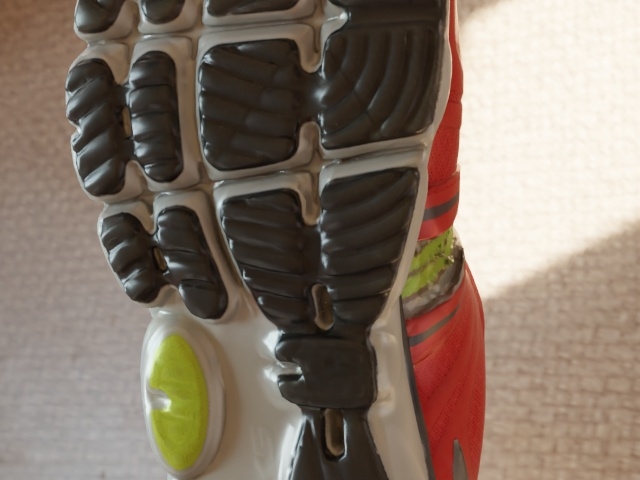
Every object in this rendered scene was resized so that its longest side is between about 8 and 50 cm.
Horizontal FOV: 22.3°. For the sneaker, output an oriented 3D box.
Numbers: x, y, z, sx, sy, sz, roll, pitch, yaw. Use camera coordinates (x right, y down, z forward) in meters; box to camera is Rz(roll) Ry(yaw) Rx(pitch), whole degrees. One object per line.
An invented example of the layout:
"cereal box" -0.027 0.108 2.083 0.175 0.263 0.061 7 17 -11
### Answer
"sneaker" 0.000 0.000 0.479 0.107 0.118 0.279 5 107 20
